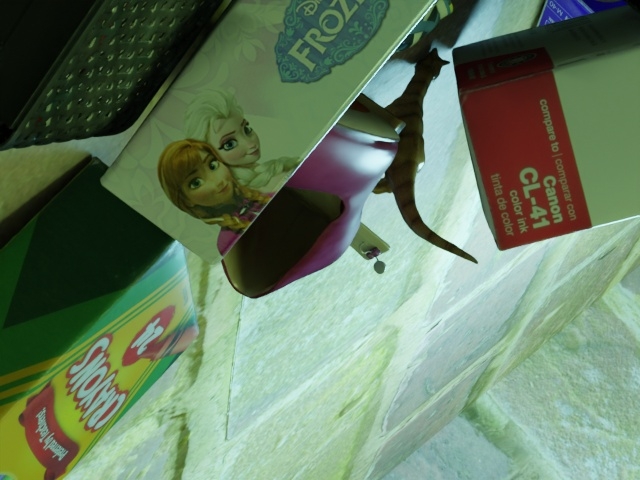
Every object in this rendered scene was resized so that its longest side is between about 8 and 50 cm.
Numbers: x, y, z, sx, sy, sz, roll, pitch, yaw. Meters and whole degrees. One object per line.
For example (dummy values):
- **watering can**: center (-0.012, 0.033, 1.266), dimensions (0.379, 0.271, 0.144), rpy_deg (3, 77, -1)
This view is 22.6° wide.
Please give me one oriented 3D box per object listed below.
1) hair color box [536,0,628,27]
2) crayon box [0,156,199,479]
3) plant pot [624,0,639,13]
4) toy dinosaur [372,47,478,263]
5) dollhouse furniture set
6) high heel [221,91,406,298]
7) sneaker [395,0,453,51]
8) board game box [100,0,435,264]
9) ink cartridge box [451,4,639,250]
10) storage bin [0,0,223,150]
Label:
- **hair color box**: center (0.280, -0.169, 1.494), dimensions (0.185, 0.110, 0.339), rpy_deg (-38, 166, -18)
- **crayon box**: center (-0.214, 0.116, 1.015), dimensions (0.318, 0.081, 0.202), rpy_deg (-46, 166, -16)
- **plant pot**: center (0.248, -0.251, 1.015), dimensions (0.167, 0.188, 0.187), rpy_deg (-43, 158, -6)
- **toy dinosaur**: center (0.060, -0.059, 1.222), dimensions (0.064, 0.211, 0.112), rpy_deg (24, 142, -30)
- **dollhouse furniture set**: center (0.000, 0.000, 1.309), dimensions (0.114, 0.081, 0.091), rpy_deg (-27, -145, 35)
- **high heel**: center (-0.035, -0.025, 1.048), dimensions (0.181, 0.127, 0.377), rpy_deg (-56, 166, 7)
- **sneaker**: center (0.048, -0.159, 1.055), dimensions (0.059, 0.053, 0.144), rpy_deg (-41, 164, 4)
- **board game box**: center (0.048, -0.177, 0.749), dimensions (0.318, 0.066, 0.318), rpy_deg (-50, -172, 24)
- **ink cartridge box**: center (0.260, -0.109, 1.196), dimensions (0.306, 0.131, 0.226), rpy_deg (-12, -168, 8)
- **storage bin**: center (-0.098, -0.135, 0.630), dimensions (0.180, 0.122, 0.084), rpy_deg (-51, 163, 27)
